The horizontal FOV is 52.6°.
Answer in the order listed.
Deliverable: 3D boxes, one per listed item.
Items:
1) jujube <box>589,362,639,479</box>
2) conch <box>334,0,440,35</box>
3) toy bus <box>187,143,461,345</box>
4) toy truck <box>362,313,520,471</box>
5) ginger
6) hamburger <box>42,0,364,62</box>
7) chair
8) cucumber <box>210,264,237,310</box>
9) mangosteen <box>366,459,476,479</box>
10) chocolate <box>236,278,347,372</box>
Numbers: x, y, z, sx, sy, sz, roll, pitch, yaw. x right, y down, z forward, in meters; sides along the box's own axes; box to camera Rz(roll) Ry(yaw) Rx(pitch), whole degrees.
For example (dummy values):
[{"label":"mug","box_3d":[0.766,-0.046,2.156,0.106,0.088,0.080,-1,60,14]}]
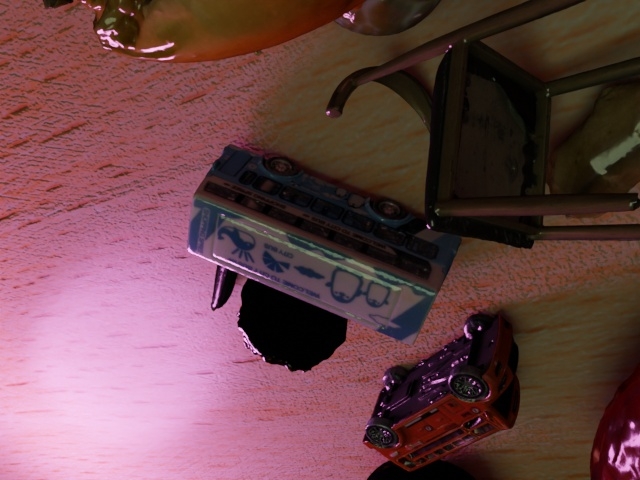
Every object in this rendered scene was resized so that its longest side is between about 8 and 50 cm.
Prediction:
[{"label":"jujube","box_3d":[0.412,0.204,0.659,0.223,0.223,0.318,25,134,6]},{"label":"conch","box_3d":[0.048,-0.240,0.569,0.173,0.106,0.116,34,113,16]},{"label":"toy bus","box_3d":[0.000,0.000,0.741,0.297,0.131,0.106,22,129,7]},{"label":"toy truck","box_3d":[0.165,0.201,0.829,0.114,0.107,0.253,40,132,-7]},{"label":"ginger","box_3d":[0.280,-0.086,0.593,0.095,0.069,0.190,25,133,-18]},{"label":"hamburger","box_3d":[-0.032,-0.233,0.409,0.314,0.290,0.170,-38,119,1]},{"label":"chair","box_3d":[0.151,-0.082,0.541,0.272,0.188,0.166,0,84,44]},{"label":"cucumber","box_3d":[-0.123,0.028,0.885,0.036,0.033,0.184,45,134,23]},{"label":"mangosteen","box_3d":[0.151,0.435,0.928,0.243,0.243,0.243,12,128,16]},{"label":"chocolate","box_3d":[-0.050,0.102,0.864,0.156,0.156,0.133,38,158,-5]}]
